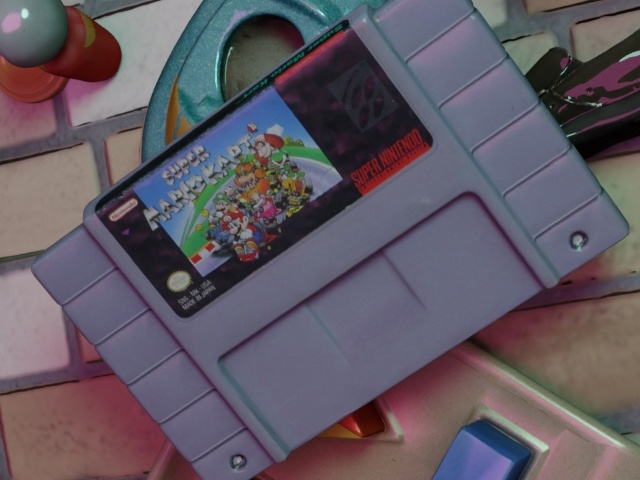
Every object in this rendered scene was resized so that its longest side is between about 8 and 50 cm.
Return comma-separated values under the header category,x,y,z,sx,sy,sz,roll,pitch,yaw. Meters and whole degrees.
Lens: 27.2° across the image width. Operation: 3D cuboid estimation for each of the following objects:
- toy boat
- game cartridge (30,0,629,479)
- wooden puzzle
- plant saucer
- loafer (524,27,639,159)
category,x,y,z,sx,sy,sz,roll,pitch,yaw
toy boat,-0.103,-0.116,0.998,0.318,0.148,0.267,21,91,21
game cartridge,0.000,0.000,0.909,0.355,0.068,0.230,-35,106,14
wooden puzzle,0.031,0.215,1.006,0.348,0.080,0.322,31,102,17
plant saucer,-0.250,-0.160,1.133,0.083,0.013,0.083,1,92,20
loafer,0.173,-0.096,0.947,0.220,0.080,0.078,-21,75,15
